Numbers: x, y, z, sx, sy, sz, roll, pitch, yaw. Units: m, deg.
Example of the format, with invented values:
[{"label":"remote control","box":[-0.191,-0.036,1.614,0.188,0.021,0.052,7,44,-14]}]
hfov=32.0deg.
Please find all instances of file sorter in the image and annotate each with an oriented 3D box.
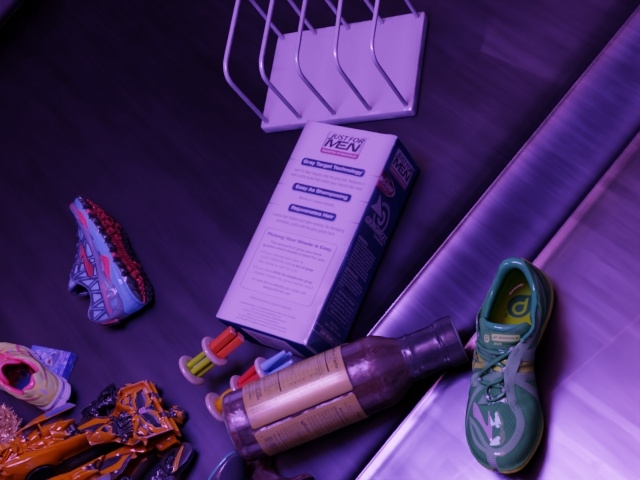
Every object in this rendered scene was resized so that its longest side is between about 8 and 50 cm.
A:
[{"label":"file sorter","box":[0.008,-0.312,1.814,0.277,0.173,0.193,-4,63,26]}]

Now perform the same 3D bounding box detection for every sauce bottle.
[{"label":"sauce bottle","box":[0.037,0.202,1.557,0.344,0.111,0.111,-21,56,6]}]

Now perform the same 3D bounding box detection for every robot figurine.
[{"label":"robot figurine","box":[-0.335,0.312,1.659,0.291,0.085,0.211,-25,52,-18]}]

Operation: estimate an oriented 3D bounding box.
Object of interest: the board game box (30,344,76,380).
[{"label":"board game box","box":[-0.463,0.225,1.869,0.090,0.020,0.090,5,67,31]}]

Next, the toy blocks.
[{"label":"toy blocks","box":[-0.121,0.182,1.651,0.148,0.054,0.123,-37,85,18]}]

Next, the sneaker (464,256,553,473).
[{"label":"sneaker","box":[0.238,0.157,1.468,0.109,0.123,0.296,-2,64,27]}]

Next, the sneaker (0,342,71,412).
[{"label":"sneaker","box":[-0.501,0.211,1.826,0.208,0.094,0.082,17,76,35]}]

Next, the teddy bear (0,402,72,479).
[{"label":"teddy bear","box":[-0.547,0.373,1.763,0.245,0.113,0.338,-44,49,-16]}]

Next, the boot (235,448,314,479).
[{"label":"boot","box":[-0.068,0.319,1.602,0.106,0.037,0.114,-28,50,12]}]

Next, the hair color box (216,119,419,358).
[{"label":"hair color box","box":[0.000,0.000,1.691,0.173,0.105,0.347,14,72,33]}]

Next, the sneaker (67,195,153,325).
[{"label":"sneaker","box":[-0.389,0.034,1.883,0.125,0.104,0.262,-38,53,7]}]

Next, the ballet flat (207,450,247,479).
[{"label":"ballet flat","box":[-0.149,0.397,1.574,0.074,0.074,0.203,38,97,37]}]
